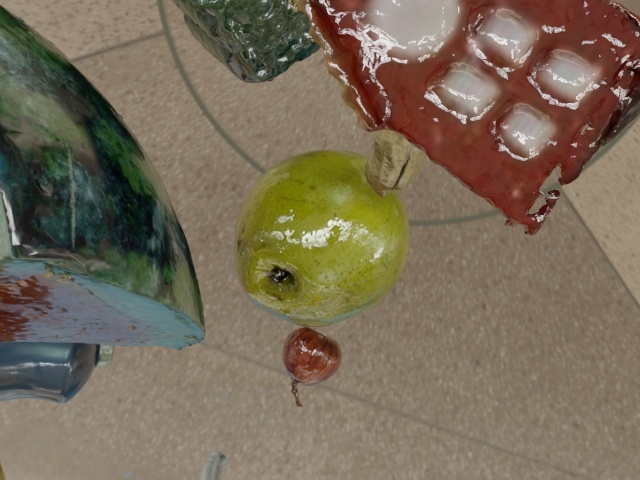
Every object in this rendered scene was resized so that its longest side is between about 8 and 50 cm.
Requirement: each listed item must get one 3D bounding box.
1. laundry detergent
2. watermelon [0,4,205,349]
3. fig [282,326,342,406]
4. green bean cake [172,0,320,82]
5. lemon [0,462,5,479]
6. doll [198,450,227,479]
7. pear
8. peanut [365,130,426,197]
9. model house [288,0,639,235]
[{"bbox_3d":[-0.239,0.081,0.654,0.206,0.097,0.061,0,111,-34],"label":"laundry detergent"},{"bbox_3d":[-0.139,-0.014,0.405,0.202,0.136,0.207,0,149,22],"label":"watermelon"},{"bbox_3d":[-0.022,0.240,1.850,0.128,0.128,0.150,22,122,-1],"label":"fig"},{"bbox_3d":[-0.057,-0.388,1.092,0.300,0.169,0.307,-38,141,-10],"label":"green bean cake"},{"bbox_3d":[-0.375,0.208,0.718,0.245,0.245,0.319,-26,83,13],"label":"lemon"},{"bbox_3d":[-0.092,0.259,0.696,0.114,0.227,0.057,37,119,-3],"label":"doll"},{"bbox_3d":[0.000,0.000,1.418,0.295,0.294,0.294,2,107,6],"label":"pear"},{"bbox_3d":[0.100,-0.119,1.201,0.080,0.080,0.174,20,149,0],"label":"peanut"},{"bbox_3d":[0.083,-0.142,0.640,0.254,0.196,0.160,31,104,-2],"label":"model house"}]
